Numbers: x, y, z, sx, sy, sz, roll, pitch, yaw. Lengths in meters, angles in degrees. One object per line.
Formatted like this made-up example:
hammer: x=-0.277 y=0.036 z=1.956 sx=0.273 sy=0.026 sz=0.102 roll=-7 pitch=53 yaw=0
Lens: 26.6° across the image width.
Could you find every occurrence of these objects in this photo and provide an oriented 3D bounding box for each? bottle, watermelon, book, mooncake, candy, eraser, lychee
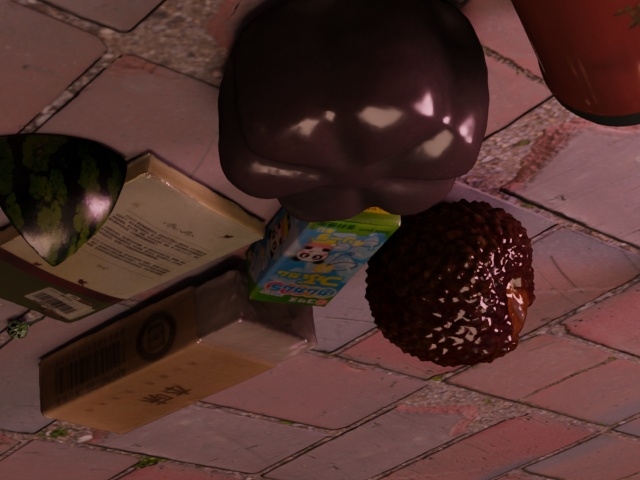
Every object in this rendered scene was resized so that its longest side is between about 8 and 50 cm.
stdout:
bottle: x=0.193 y=-0.222 z=1.005 sx=0.144 sy=0.144 sz=0.336 roll=-18 pitch=149 yaw=18
watermelon: x=-0.264 y=-0.056 z=1.285 sx=0.135 sy=0.125 sz=0.094 roll=37 pitch=168 yaw=-16
book: x=-0.228 y=0.009 z=1.433 sx=0.290 sy=0.026 sz=0.201 roll=-24 pitch=148 yaw=26
mooncake: x=0.028 y=-0.112 z=1.182 sx=0.245 sy=0.133 sz=0.245 roll=-2 pitch=157 yaw=-1
candy: x=0.000 y=0.000 z=1.438 sx=0.097 sy=0.062 sz=0.194 roll=6 pitch=149 yaw=-24
eraser: x=-0.176 y=0.139 z=1.616 sx=0.343 sy=0.078 sz=0.144 roll=-26 pitch=148 yaw=33
candy: x=-0.334 y=0.097 z=1.554 sx=0.083 sy=0.025 sz=0.023 roll=-20 pitch=-167 yaw=46
lychee: x=0.135 y=0.044 z=1.446 sx=0.188 sy=0.188 sz=0.188 roll=-6 pitch=151 yaw=-3
